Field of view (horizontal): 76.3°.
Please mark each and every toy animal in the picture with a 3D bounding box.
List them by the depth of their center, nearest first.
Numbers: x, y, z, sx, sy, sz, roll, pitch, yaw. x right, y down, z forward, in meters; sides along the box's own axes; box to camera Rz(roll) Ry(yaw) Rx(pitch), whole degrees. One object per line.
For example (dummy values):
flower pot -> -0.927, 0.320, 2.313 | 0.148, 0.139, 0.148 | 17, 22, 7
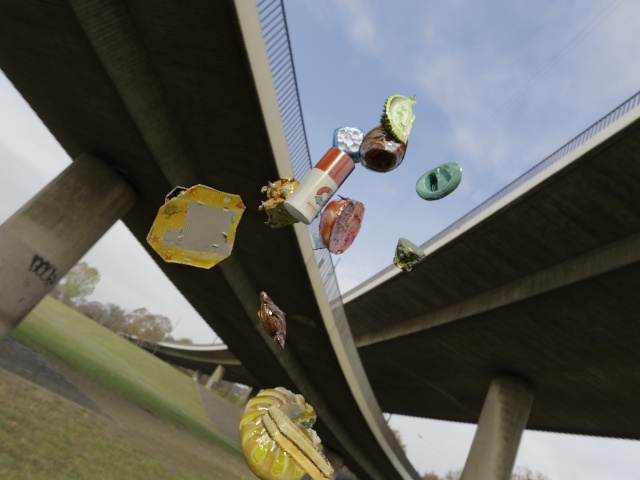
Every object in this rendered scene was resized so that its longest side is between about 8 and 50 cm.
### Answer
toy animal -> -0.162, 0.270, 1.368 | 0.179, 0.089, 0.188 | -133, -158, -74

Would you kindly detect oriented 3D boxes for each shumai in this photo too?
shumai -> 0.277, 0.051, 1.319 | 0.098, 0.087, 0.123 | 36, 16, 14

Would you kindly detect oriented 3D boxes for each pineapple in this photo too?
pineapple -> -0.098, -0.118, 1.307 | 0.185, 0.115, 0.236 | 9, -18, -22

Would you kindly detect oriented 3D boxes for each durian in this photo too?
durian -> 0.220, -0.356, 1.163 | 0.100, 0.216, 0.086 | 15, -30, 1

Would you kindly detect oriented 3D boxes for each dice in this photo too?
dice -> 0.127, -0.442, 1.901 | 0.146, 0.147, 0.143 | 5, -5, 3

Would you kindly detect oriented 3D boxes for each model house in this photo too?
model house -> -0.329, -0.055, 1.030 | 0.219, 0.208, 0.136 | 10, 16, -37

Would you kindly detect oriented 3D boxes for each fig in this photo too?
fig -> 0.197, -0.308, 1.452 | 0.145, 0.170, 0.274 | 20, -13, -15

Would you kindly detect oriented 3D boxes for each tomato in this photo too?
tomato -> 0.077, -0.091, 2.026 | 0.170, 0.309, 0.309 | 27, -26, 33

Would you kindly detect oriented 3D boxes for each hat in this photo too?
hat -> 0.466, -0.221, 1.570 | 0.190, 0.138, 0.077 | -27, -39, 31

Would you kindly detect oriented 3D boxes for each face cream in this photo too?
face cream -> -0.002, -0.154, 1.144 | 0.095, 0.214, 0.096 | 37, -12, 9

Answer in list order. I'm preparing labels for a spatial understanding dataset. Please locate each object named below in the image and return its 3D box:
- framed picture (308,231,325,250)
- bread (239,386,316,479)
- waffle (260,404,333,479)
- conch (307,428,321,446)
framed picture -> 0.000, 0.000, 2.158 | 0.109, 0.149, 0.011 | -8, -55, -7
bread -> -0.132, 0.650, 1.394 | 0.333, 0.333, 0.160 | 39, -66, -11
waffle -> -0.044, 0.383, 0.764 | 0.148, 0.042, 0.102 | 49, -17, -12
conch -> -0.119, 0.769, 1.624 | 0.245, 0.163, 0.178 | 15, -53, -8
